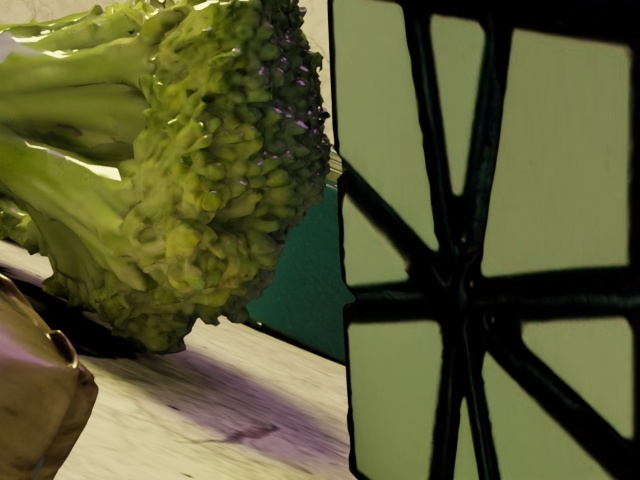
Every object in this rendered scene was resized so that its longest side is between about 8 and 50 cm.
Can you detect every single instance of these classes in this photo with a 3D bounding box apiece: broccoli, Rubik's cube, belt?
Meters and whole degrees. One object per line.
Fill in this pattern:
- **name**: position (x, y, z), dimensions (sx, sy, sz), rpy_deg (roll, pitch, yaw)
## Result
- **broccoli**: position (-0.170, -0.066, 0.912), dimensions (0.353, 0.275, 0.397), rpy_deg (-25, -25, 19)
- **Rubik's cube**: position (0.185, 0.000, 0.722), dimensions (0.283, 0.289, 0.293), rpy_deg (-10, 18, -25)
- **belt**: position (0.002, 0.000, 1.493), dimensions (0.436, 0.173, 0.300), rpy_deg (22, 5, 18)

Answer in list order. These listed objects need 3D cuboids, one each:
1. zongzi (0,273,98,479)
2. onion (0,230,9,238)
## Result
- **zongzi**: position (-0.173, 0.020, 0.424), dimensions (0.228, 0.115, 0.256), rpy_deg (24, -8, -4)
- **onion**: position (-0.254, -0.056, 1.326), dimensions (0.117, 0.119, 0.118), rpy_deg (14, 6, -39)
